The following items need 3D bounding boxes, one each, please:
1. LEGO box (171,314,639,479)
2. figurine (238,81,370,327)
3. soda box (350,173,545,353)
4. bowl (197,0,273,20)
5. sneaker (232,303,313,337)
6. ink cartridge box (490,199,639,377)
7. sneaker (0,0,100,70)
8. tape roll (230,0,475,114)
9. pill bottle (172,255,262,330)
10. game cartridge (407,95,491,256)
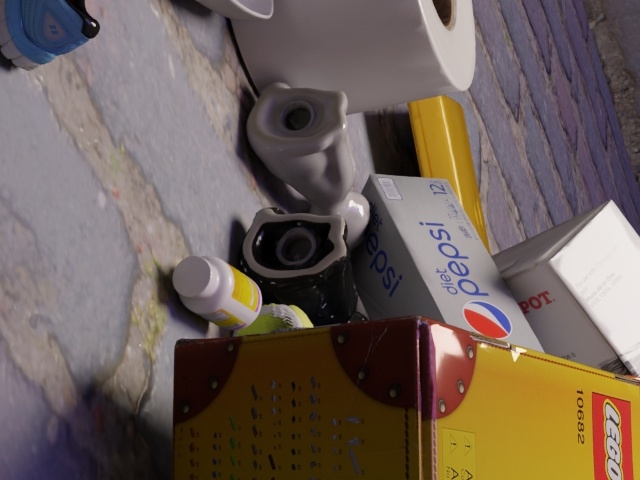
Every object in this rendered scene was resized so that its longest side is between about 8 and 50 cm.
[{"bbox_3d":[0.086,0.323,1.019,0.372,0.193,0.500,19,67,-53],"label":"LEGO box"},{"bbox_3d":[0.000,0.000,1.349,0.209,0.092,0.215,68,19,-54],"label":"figurine"},{"bbox_3d":[0.111,0.069,1.404,0.098,0.091,0.286,-64,-144,37],"label":"soda box"},{"bbox_3d":[-0.089,-0.247,1.244,0.142,0.053,0.142,15,65,-70],"label":"bowl"},{"bbox_3d":[-0.002,0.169,1.213,0.126,0.091,0.240,23,57,-70],"label":"sneaker"},{"bbox_3d":[0.267,0.129,1.486,0.121,0.211,0.289,-40,95,-34],"label":"ink cartridge box"},{"bbox_3d":[-0.163,-0.187,0.947,0.063,0.073,0.162,14,67,-70],"label":"sneaker"},{"bbox_3d":[0.028,-0.237,1.409,0.246,0.169,0.246,-11,90,-72],"label":"tape roll"},{"bbox_3d":[-0.077,0.037,1.133,0.083,0.043,0.043,40,43,-64],"label":"pill bottle"},{"bbox_3d":[0.158,-0.025,1.815,0.323,0.052,0.285,-11,90,-79],"label":"game cartridge"}]
